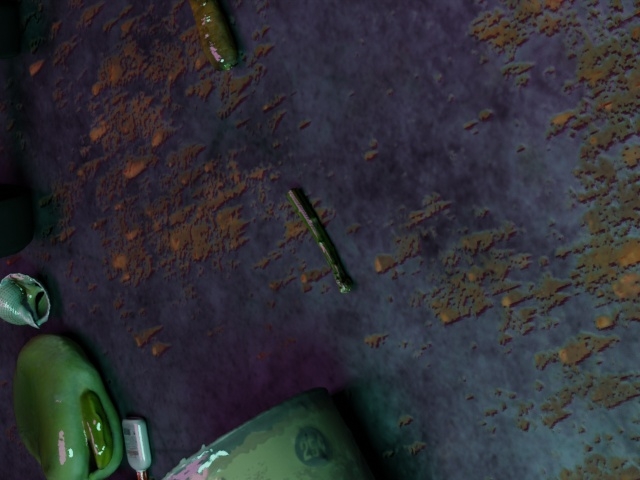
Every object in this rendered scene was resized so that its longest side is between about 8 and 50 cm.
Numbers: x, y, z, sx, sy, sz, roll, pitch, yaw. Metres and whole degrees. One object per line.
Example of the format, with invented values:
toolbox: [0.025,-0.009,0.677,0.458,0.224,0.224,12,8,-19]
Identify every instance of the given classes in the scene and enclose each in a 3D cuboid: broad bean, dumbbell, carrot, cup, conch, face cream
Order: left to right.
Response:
dumbbell: [-0.477,-0.143,1.724,0.204,0.204,0.322,10,106,45]
conch: [-0.390,0.078,1.793,0.085,0.056,0.076,31,106,4]
broad bean: [-0.332,0.216,1.737,0.228,0.100,0.169,32,114,39]
face cream: [-0.228,0.262,1.691,0.040,0.021,0.083,-2,98,47]
carrot: [-0.125,-0.257,1.454,0.036,0.036,0.165,-29,75,46]
cup: [-0.040,0.329,1.387,0.257,0.227,0.301,59,152,13]

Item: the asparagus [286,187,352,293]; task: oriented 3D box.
asparagus: [0.000,0.000,1.395,0.127,0.018,0.015,60,169,18]
